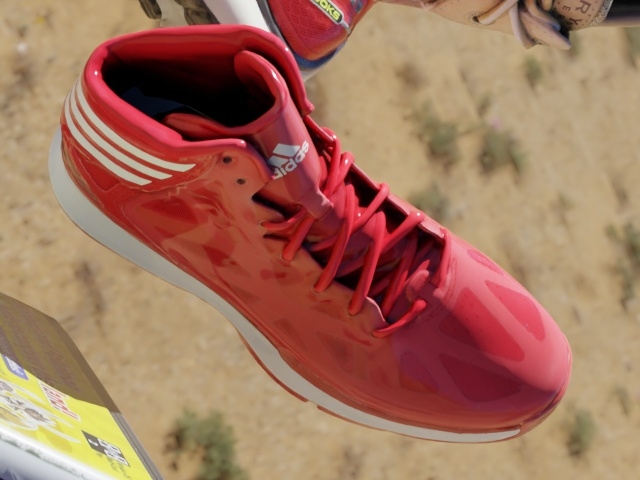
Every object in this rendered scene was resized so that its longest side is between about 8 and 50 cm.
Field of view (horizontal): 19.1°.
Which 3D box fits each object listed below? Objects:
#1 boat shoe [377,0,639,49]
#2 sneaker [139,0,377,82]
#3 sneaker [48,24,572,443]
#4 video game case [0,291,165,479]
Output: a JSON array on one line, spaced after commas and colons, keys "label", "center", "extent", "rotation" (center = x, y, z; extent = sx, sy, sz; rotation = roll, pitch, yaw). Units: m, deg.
[{"label": "boat shoe", "center": [0.094, -0.136, 0.809], "extent": [0.302, 0.109, 0.098], "rotation": [-4, 47, -35]}, {"label": "sneaker", "center": [-0.063, -0.199, 0.849], "extent": [0.118, 0.107, 0.279], "rotation": [-37, 114, -19]}, {"label": "sneaker", "center": [0.000, 0.000, 0.689], "extent": [0.221, 0.128, 0.087], "rotation": [25, 73, -1]}, {"label": "video game case", "center": [-0.183, 0.014, 0.634], "extent": [0.248, 0.035, 0.275], "rotation": [29, 1, -19]}]
